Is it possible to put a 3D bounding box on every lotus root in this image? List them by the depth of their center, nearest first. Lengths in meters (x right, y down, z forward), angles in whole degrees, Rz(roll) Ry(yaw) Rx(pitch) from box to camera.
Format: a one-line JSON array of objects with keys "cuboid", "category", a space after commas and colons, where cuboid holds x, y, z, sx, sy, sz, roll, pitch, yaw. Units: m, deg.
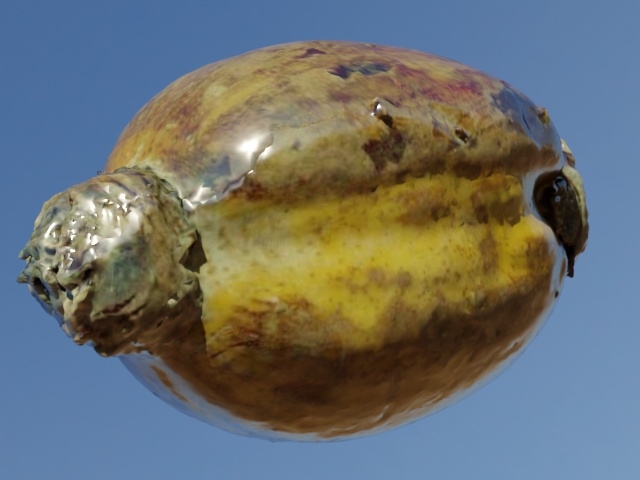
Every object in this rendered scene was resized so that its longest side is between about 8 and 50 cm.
[{"cuboid": [0.000, 0.000, 0.439, 0.209, 0.120, 0.120, -8, -46, -43], "category": "lotus root"}]
